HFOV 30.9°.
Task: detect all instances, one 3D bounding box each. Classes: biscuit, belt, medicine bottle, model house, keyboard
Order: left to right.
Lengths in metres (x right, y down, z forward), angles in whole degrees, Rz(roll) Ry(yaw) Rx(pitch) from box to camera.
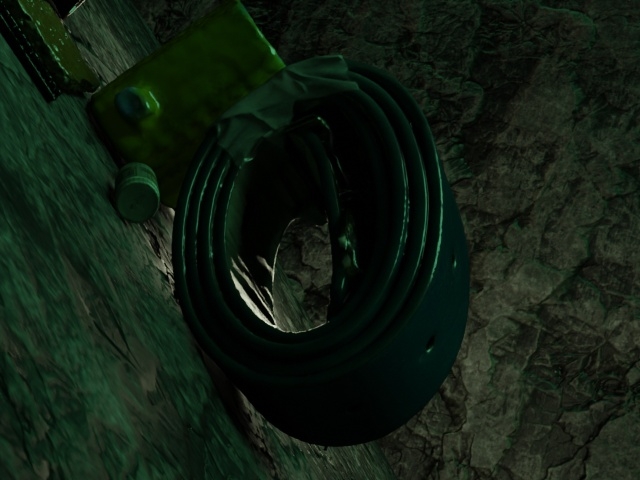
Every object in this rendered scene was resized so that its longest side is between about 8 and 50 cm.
[{"bbox_3d":[-0.319,-0.227,1.163,0.195,0.018,0.060,59,-2,-16],"label":"keyboard"},{"bbox_3d":[-0.311,-0.228,1.334,0.131,0.025,0.231,58,1,-5],"label":"biscuit"},{"bbox_3d":[-0.193,-0.051,1.214,0.047,0.047,0.083,58,0,-20],"label":"medicine bottle"},{"bbox_3d":[-0.151,-0.167,1.483,0.215,0.237,0.303,55,1,8],"label":"model house"},{"bbox_3d":[0.000,0.001,1.265,0.173,0.300,0.436,64,18,-48],"label":"belt"}]

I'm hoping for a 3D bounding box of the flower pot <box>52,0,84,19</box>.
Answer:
[{"bbox_3d":[-0.365,-0.388,1.664,0.089,0.111,0.111,45,4,-14],"label":"flower pot"}]
